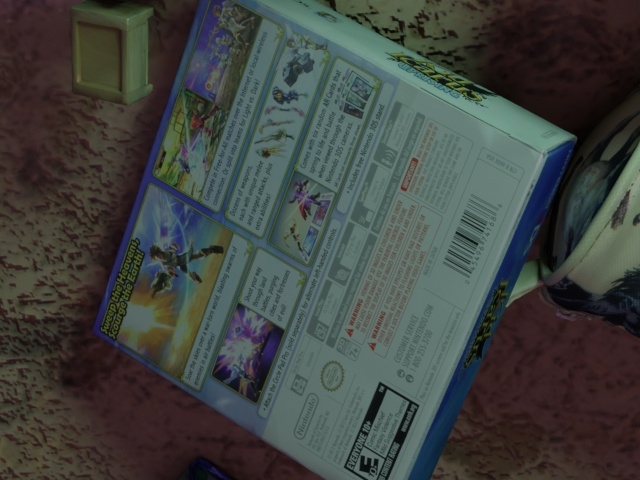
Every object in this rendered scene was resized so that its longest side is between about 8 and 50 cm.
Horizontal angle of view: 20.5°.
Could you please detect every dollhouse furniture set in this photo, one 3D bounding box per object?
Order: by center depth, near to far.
[{"bbox_3d":[-0.159,-0.198,1.092,0.161,0.101,0.181,15,118,24],"label":"dollhouse furniture set"}]

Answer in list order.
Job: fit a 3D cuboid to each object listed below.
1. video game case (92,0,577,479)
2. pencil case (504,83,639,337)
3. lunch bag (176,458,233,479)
[{"bbox_3d":[0.000,0.000,1.117,0.244,0.061,0.269,30,116,19],"label":"video game case"},{"bbox_3d":[0.326,0.058,1.124,0.410,0.160,0.183,32,125,-11],"label":"pencil case"},{"bbox_3d":[-0.073,0.254,1.272,0.151,0.096,0.129,38,111,-3],"label":"lunch bag"}]
